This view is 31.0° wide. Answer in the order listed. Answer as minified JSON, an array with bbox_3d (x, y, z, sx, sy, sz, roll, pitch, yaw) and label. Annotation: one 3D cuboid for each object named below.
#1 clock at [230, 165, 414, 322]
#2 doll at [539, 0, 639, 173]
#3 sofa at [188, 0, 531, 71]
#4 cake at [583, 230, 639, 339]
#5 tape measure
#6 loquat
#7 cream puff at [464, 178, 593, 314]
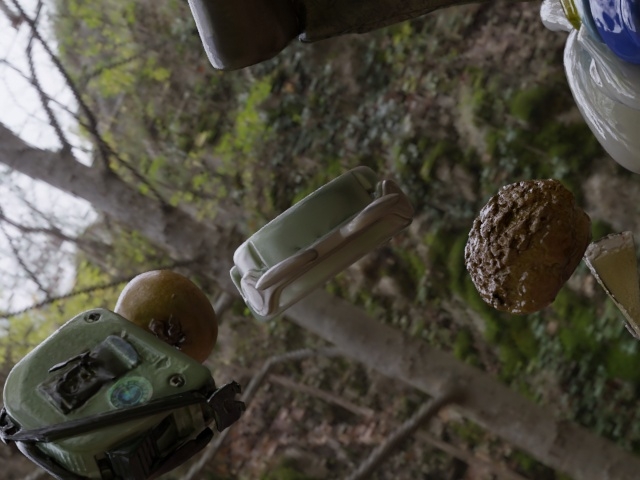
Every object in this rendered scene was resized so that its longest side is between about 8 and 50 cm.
[{"bbox_3d":[0.000,0.000,0.895,0.151,0.062,0.191,-34,-2,-4],"label":"clock"},{"bbox_3d":[0.313,-0.205,1.096,0.187,0.376,0.365,-43,-31,-8],"label":"doll"},{"bbox_3d":[0.026,-0.221,0.759,0.182,0.258,0.200,-75,-28,-61],"label":"sofa"},{"bbox_3d":[0.343,0.051,1.287,0.065,0.121,0.052,-28,-16,4],"label":"cake"},{"bbox_3d":[-0.239,0.189,1.305,0.207,0.235,0.115,-40,-39,-33],"label":"tape measure"},{"bbox_3d":[-0.213,0.114,1.582,0.137,0.163,0.163,-21,-32,-3],"label":"loquat"},{"bbox_3d":[0.204,0.001,1.174,0.144,0.103,0.126,-56,18,12],"label":"cream puff"}]
